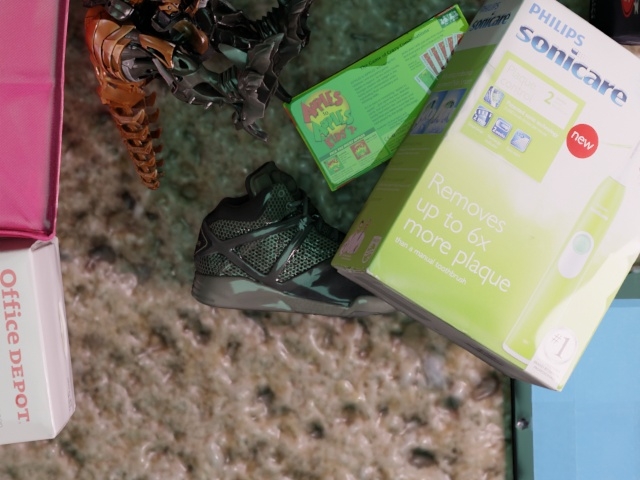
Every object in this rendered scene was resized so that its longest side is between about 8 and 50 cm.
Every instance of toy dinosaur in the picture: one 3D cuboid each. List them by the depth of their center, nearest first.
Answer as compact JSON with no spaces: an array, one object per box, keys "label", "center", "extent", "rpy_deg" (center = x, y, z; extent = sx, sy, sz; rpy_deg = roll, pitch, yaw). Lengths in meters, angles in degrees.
[{"label":"toy dinosaur","center":[-0.125,-0.190,1.588],"extent":[0.218,0.322,0.164],"rpy_deg":[16,59,8]}]

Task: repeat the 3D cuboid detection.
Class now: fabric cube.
[{"label":"fabric cube","center":[-0.344,-0.145,1.503],"extent":[0.254,0.258,0.259],"rpy_deg":[3,99,-15]}]

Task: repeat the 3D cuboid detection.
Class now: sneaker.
[{"label":"sneaker","center":[0.000,0.000,1.657],"extent":[0.227,0.087,0.130],"rpy_deg":[5,102,4]}]

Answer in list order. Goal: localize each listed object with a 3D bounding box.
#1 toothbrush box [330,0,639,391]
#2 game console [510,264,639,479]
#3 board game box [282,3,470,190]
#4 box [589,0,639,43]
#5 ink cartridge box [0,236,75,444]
[{"label":"toothbrush box","center":[0.175,-0.044,1.590],"extent":[0.206,0.122,0.283],"rpy_deg":[33,83,-14]},{"label":"game console","center":[0.309,0.173,1.641],"extent":[0.173,0.250,0.293],"rpy_deg":[-6,97,-27]},{"label":"board game box","center":[0.066,-0.130,1.666],"extent":[0.181,0.043,0.092],"rpy_deg":[-30,95,2]},{"label":"box","center":[0.341,-0.329,1.516],"extent":[0.178,0.312,0.343],"rpy_deg":[3,95,-1]},{"label":"ink cartridge box","center":[-0.346,0.093,1.621],"extent":[0.232,0.168,0.171],"rpy_deg":[-7,95,-1]}]
